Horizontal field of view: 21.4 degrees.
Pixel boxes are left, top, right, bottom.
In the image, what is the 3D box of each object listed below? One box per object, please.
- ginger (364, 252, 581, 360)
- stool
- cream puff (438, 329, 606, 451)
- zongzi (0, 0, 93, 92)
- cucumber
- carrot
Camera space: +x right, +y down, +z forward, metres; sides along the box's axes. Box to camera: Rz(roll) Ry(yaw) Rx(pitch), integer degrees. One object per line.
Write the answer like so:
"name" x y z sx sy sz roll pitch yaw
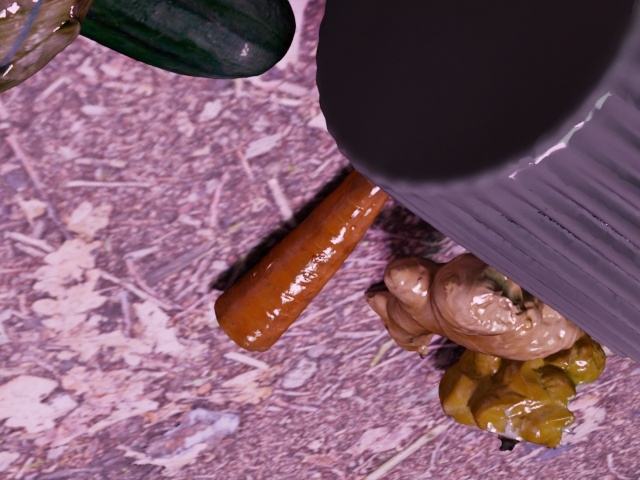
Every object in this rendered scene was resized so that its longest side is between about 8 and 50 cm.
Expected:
"ginger" 0.114 0.054 1.360 0.148 0.081 0.333 6 175 -18
"stool" 0.191 -0.092 1.126 0.297 0.297 0.330 -40 139 22
"cream puff" 0.187 0.123 1.576 0.121 0.156 0.156 31 130 -2
"zongzi" -0.081 -0.238 0.839 0.360 0.160 0.323 -15 141 -16
"cucumber" -0.099 -0.152 1.052 0.115 0.063 0.244 -42 144 26
"carrot" 0.000 0.000 1.336 0.061 0.061 0.210 16 126 -45
